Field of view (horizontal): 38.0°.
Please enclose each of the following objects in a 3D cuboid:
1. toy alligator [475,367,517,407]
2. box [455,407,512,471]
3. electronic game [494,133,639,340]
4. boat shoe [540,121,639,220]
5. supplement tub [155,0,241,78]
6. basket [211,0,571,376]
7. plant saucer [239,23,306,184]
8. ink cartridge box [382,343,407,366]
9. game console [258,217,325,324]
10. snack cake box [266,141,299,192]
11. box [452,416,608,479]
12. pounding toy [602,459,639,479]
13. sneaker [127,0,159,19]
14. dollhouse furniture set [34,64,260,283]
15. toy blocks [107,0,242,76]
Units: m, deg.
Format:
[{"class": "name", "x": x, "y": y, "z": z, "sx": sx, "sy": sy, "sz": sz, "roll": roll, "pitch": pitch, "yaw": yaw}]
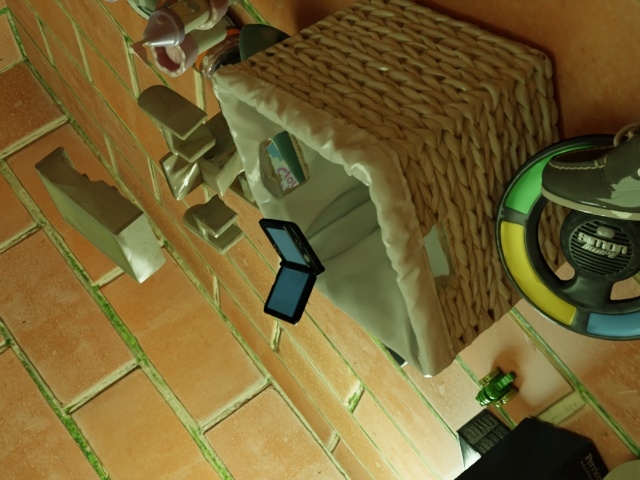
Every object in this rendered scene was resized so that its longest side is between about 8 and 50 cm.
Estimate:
[{"class": "toy alligator", "x": 0.289, "y": 0.265, "z": 1.598, "sx": 0.056, "sy": 0.051, "sz": 0.189, "roll": 52, "pitch": 163, "yaw": 13}, {"class": "box", "x": 0.342, "y": 0.422, "z": 1.705, "sx": 0.180, "sy": 0.078, "sz": 0.147, "roll": 41, "pitch": 157, "yaw": 40}, {"class": "electronic game", "x": 0.290, "y": 0.001, "z": 0.947, "sx": 0.229, "sy": 0.048, "sz": 0.229, "roll": 14, "pitch": 121, "yaw": 24}, {"class": "boat shoe", "x": 0.330, "y": -0.065, "z": 0.770, "sx": 0.335, "sy": 0.112, "sz": 0.095, "roll": 15, "pitch": 121, "yaw": 48}, {"class": "supplement tub", "x": -0.199, "y": -0.361, "z": 1.651, "sx": 0.198, "sy": 0.106, "sz": 0.106, "roll": 52, "pitch": 163, "yaw": 12}, {"class": "basket", "x": 0.096, "y": -0.081, "z": 1.109, "sx": 0.331, "sy": 0.266, "sz": 0.328, "roll": 38, "pitch": 156, "yaw": 46}, {"class": "plant saucer", "x": -0.017, "y": -0.183, "z": 1.368, "sx": 0.317, "sy": 0.044, "sz": 0.317, "roll": 54, "pitch": -159, "yaw": -31}, {"class": "ink cartridge box", "x": 0.152, "y": 0.109, "z": 1.668, "sx": 0.175, "sy": 0.069, "sz": 0.371, "roll": 52, "pitch": 160, "yaw": 10}, {"class": "game console", "x": -0.052, "y": 0.035, "z": 1.156, "sx": 0.107, "sy": 0.071, "sz": 0.122, "roll": 58, "pitch": 162, "yaw": -16}, {"class": "snack cake box", "x": 0.020, "y": -0.048, "z": 1.515, "sx": 0.152, "sy": 0.089, "sz": 0.264, "roll": 8, "pitch": -138, "yaw": -58}, {"class": "box", "x": 0.339, "y": 0.497, "z": 1.486, "sx": 0.296, "sy": 0.294, "sz": 0.183, "roll": 60, "pitch": 160, "yaw": -15}, {"class": "pounding toy", "x": 0.455, "y": 0.432, "z": 1.289, "sx": 0.110, "sy": 0.236, "sz": 0.183, "roll": 24, "pitch": -176, "yaw": -17}, {"class": "sneaker", "x": -0.335, "y": -0.521, "z": 1.737, "sx": 0.271, "sy": 0.100, "sz": 0.108, "roll": 57, "pitch": 158, "yaw": -6}, {"class": "dollhouse furniture set", "x": -0.304, "y": -0.147, "z": 1.820, "sx": 0.256, "sy": 0.394, "sz": 0.362, "roll": 35, "pitch": 156, "yaw": 29}, {"class": "toy blocks", "x": -0.238, "y": -0.399, "z": 1.252, "sx": 0.288, "sy": 0.260, "sz": 0.309, "roll": 48, "pitch": 136, "yaw": -2}]
